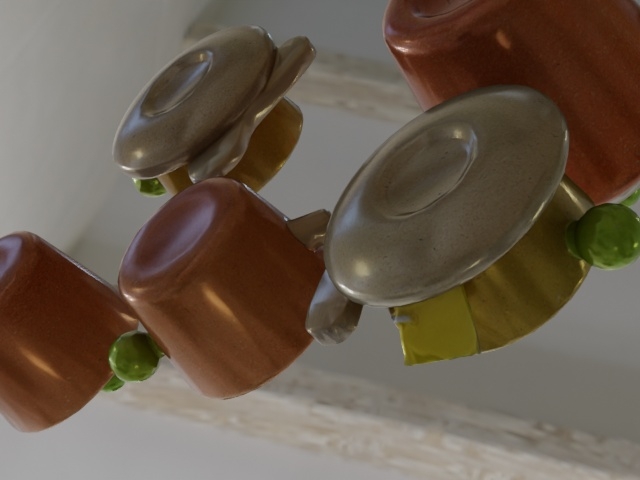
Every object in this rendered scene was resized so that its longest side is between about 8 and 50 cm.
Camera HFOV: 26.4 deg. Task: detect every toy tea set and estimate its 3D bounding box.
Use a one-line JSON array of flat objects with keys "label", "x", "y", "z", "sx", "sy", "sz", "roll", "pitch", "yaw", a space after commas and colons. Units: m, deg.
[{"label": "toy tea set", "x": 0.000, "y": 0.000, "z": 0.541, "sx": 0.336, "sy": 0.124, "sz": 0.200, "roll": -13, "pitch": -139, "yaw": 41}]
